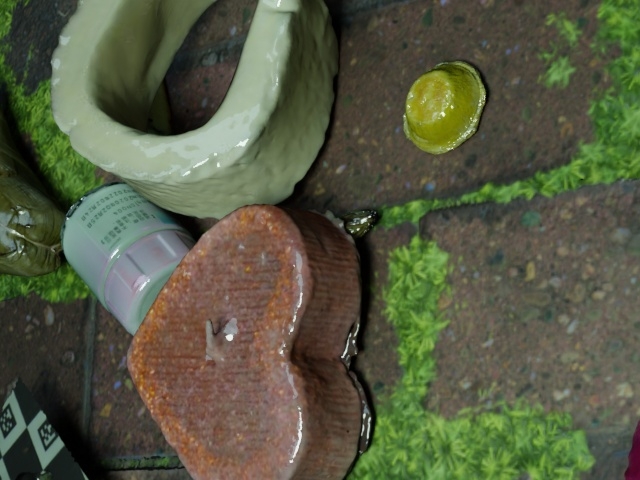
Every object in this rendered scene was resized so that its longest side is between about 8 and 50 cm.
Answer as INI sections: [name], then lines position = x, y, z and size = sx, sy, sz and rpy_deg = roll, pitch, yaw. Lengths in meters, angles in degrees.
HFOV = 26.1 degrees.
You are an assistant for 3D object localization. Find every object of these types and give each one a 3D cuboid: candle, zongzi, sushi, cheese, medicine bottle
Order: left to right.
[zongzi]
position = -0.415, -0.105, 1.818
size = 0.273, 0.145, 0.300
rpy_deg = 6, 75, 37
[sushi]
position = -0.324, 0.385, 1.652
size = 0.339, 0.068, 0.320
rpy_deg = 44, 115, 39
[medicine bottle]
position = -0.207, 0.027, 1.600
size = 0.168, 0.135, 0.135
rpy_deg = 45, 107, 40
[cheese]
position = -0.128, -0.201, 1.547
size = 0.292, 0.153, 0.332
rpy_deg = 15, 80, 27
[candle]
position = -0.092, 0.117, 1.463
size = 0.287, 0.131, 0.317
rpy_deg = -3, 81, 42

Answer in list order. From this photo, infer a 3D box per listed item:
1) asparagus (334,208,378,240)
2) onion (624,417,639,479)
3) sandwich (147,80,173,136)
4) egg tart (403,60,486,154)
[asparagus]
position = 0.000, 0.000, 1.502
size = 0.165, 0.030, 0.036
rpy_deg = -26, 47, 33
[onion]
position = 0.346, 0.180, 1.106
size = 0.250, 0.111, 0.248
rpy_deg = 10, 85, 43
[sandwich]
position = -0.261, -0.219, 1.746
size = 0.088, 0.090, 0.245
rpy_deg = -30, 59, 27
[egg tart]
position = 0.122, -0.142, 1.433
size = 0.105, 0.039, 0.105
rpy_deg = -15, 66, 38
